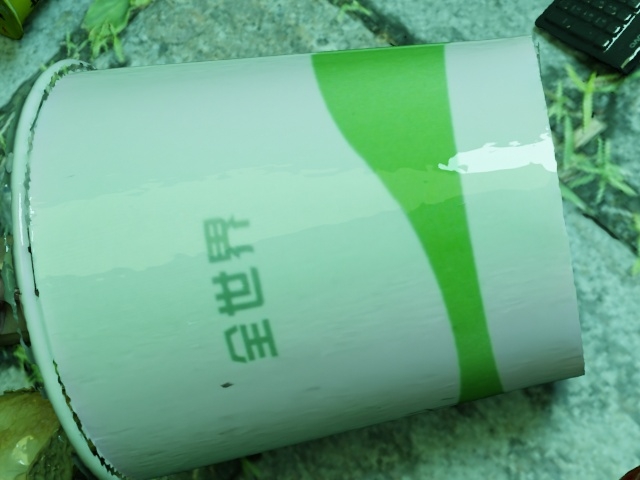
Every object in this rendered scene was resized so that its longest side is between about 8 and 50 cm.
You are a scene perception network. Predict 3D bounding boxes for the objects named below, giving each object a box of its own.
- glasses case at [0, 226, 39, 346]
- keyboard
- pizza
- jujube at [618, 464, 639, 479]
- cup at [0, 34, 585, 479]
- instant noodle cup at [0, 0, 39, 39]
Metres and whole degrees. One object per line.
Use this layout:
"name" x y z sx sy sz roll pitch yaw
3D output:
"glasses case" -0.217 0.039 0.776 0.193 0.070 0.102 -10 68 18
"keyboard" 0.250 -0.217 0.713 0.250 0.017 0.087 -48 52 -2
"pizza" -0.244 0.184 0.734 0.204 0.080 0.188 -2 46 32
"jujube" 0.162 0.213 0.509 0.190 0.190 0.255 25 64 28
"cup" 0.000 0.000 0.615 0.274 0.253 0.253 -10 66 12
"instant noodle cup" -0.255 -0.273 0.863 0.182 0.182 0.144 34 76 29
